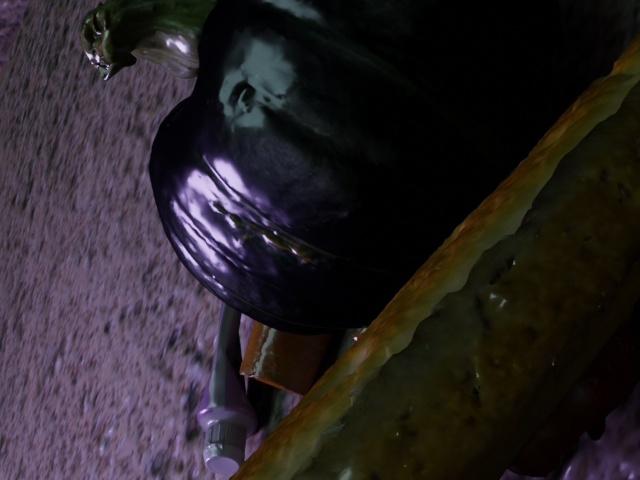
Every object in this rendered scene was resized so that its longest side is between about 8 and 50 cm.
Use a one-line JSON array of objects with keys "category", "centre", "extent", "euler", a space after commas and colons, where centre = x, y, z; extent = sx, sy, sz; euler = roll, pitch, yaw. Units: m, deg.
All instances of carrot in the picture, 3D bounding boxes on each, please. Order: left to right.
[{"category": "carrot", "centre": [0.000, 0.000, 1.347], "extent": [0.067, 0.067, 0.225], "euler": [4, 77, 68]}]

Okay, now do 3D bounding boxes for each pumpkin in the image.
[{"category": "pumpkin", "centre": [-0.003, -0.098, 1.143], "extent": [0.296, 0.295, 0.296], "euler": [-49, 30, 41]}]

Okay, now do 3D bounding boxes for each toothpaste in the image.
[{"category": "toothpaste", "centre": [-0.067, 0.055, 1.481], "extent": [0.075, 0.048, 0.301], "euler": [118, 162, -47]}]

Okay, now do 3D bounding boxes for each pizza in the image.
[{"category": "pizza", "centre": [0.066, 0.087, 0.959], "extent": [0.440, 0.130, 0.406], "euler": [-46, -5, -24]}]
